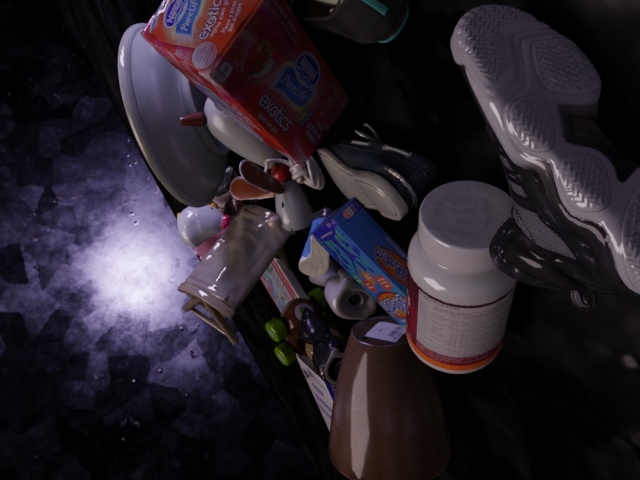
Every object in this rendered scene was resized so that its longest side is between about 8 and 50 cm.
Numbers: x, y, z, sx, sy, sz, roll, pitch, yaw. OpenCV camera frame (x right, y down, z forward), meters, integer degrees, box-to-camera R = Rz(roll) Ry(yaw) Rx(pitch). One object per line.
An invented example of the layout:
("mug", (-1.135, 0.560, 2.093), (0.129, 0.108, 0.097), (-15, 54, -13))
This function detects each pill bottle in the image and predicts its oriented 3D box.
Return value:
("pill bottle", (0.158, 0.046, 0.683), (0.121, 0.121, 0.221), (48, 157, 38))

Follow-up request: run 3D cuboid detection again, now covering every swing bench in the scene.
("swing bench", (-0.193, 0.071, 1.408), (0.165, 0.253, 0.255), (33, 157, 9))

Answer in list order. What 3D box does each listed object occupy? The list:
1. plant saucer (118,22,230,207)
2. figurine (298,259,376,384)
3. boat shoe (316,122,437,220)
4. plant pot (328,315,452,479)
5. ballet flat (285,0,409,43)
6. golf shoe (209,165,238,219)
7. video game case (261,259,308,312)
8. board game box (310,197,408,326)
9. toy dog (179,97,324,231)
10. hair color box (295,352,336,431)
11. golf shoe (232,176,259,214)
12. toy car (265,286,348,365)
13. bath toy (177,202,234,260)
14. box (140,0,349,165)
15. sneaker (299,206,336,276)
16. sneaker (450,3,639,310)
("plant saucer", (-0.276, -0.273, 1.290), (0.400, 0.100, 0.400), (-14, -90, -78))
("figurine", (0.016, 0.139, 1.181), (0.209, 0.092, 0.215), (-144, 61, -62))
("boat shoe", (0.065, -0.097, 0.792), (0.095, 0.079, 0.254), (51, 175, -20))
("plant pot", (0.114, 0.253, 1.025), (0.215, 0.215, 0.230), (30, 129, 58))
("ballet flat", (-0.013, -0.296, 0.690), (0.280, 0.096, 0.095), (34, 104, 47))
("golf shoe", (-0.247, -0.122, 1.630), (0.120, 0.105, 0.273), (46, 168, -10))
("video game case", (-0.110, 0.127, 1.690), (0.204, 0.025, 0.285), (57, 162, 15))
("board game box", (0.086, 0.040, 0.883), (0.210, 0.047, 0.160), (45, 167, -3))
("toy dog", (-0.147, -0.162, 1.154), (0.334, 0.161, 0.220), (57, 162, 15))
("hair color box", (0.071, 0.420, 1.489), (0.185, 0.110, 0.339), (24, 140, 64))
("golf shoe", (-0.194, -0.101, 1.521), (0.086, 0.067, 0.186), (53, 160, 31))
("toy car", (0.001, 0.218, 1.338), (0.188, 0.155, 0.149), (26, 141, 46))
("bath toy", (-0.264, -0.008, 1.609), (0.348, 0.129, 0.151), (63, -164, -68))
("box", (-0.081, -0.214, 0.763), (0.128, 0.122, 0.257), (34, 179, 27))
("sneaker", (0.001, 0.000, 1.112), (0.058, 0.084, 0.152), (16, 145, 1))
("sneaker", (0.178, -0.055, 0.510), (0.268, 0.101, 0.153), (56, 159, 9))
